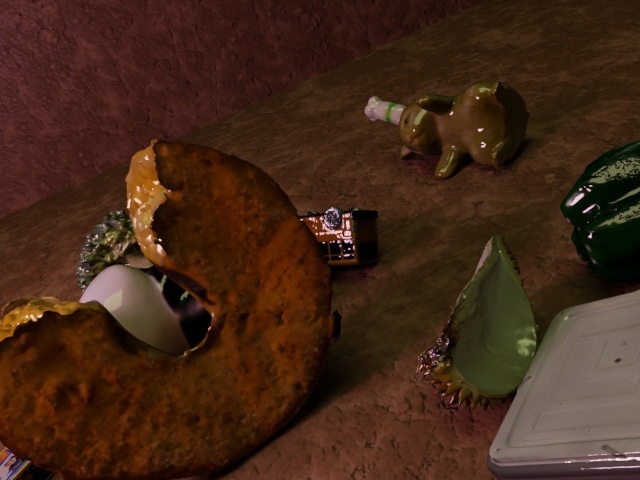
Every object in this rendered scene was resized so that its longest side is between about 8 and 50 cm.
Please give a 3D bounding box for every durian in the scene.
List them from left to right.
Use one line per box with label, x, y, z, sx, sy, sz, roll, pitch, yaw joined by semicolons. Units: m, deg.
durian;0.187;0.105;0.809;0.144;0.139;0.252;1;33;47

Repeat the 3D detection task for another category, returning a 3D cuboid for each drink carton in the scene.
drink carton;-0.454;0.361;0.899;0.071;0.056;0.166;5;35;29

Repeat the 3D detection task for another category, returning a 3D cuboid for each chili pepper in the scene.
chili pepper;0.457;-0.052;0.865;0.261;0.174;0.165;-24;29;7

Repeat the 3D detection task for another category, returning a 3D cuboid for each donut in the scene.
donut;-0.194;0.110;0.858;0.435;0.378;0.163;-47;17;-13

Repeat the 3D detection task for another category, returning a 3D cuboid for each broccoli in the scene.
broccoli;-0.333;0.071;1.272;0.243;0.263;0.247;9;67;7

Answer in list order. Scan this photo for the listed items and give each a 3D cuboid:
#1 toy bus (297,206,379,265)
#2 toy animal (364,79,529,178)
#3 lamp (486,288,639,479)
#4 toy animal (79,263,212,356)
toy bus;0.000;0.000;1.187;0.201;0.114;0.098;-5;0;32
toy animal;0.250;-0.236;1.402;0.362;0.181;0.180;-4;22;31
lamp;0.319;0.135;0.653;0.269;0.047;0.266;-26;15;47
toy animal;-0.253;0.120;1.041;0.266;0.213;0.212;-26;25;-25
